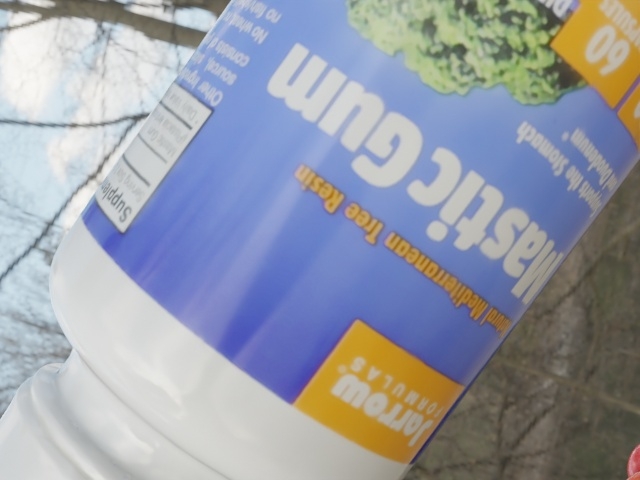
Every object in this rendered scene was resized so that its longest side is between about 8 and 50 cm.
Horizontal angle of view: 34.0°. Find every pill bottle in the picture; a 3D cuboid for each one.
[{"bbox_3d":[0.000,0.000,0.382,0.272,0.152,0.152,-55,-10,2],"label":"pill bottle"}]

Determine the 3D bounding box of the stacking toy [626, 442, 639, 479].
[{"bbox_3d":[0.388,0.347,1.240,0.330,0.141,0.141,-52,-23,-52],"label":"stacking toy"}]
